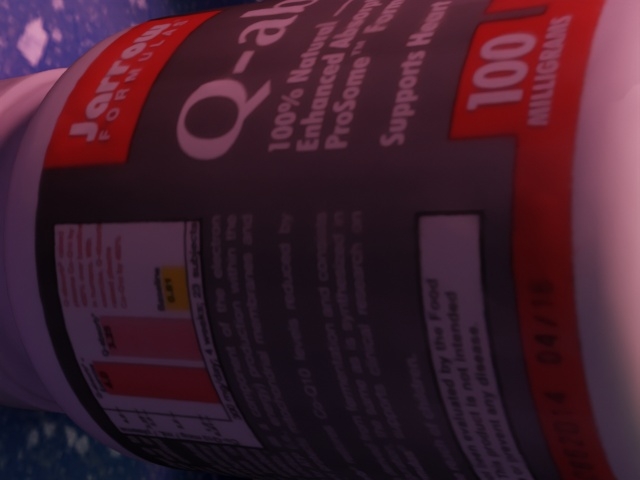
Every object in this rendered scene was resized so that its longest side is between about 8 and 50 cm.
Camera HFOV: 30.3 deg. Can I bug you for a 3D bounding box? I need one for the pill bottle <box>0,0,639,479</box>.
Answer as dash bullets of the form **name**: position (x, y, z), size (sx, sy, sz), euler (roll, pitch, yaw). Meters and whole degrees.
- **pill bottle**: position (0.000, 0.000, 0.508), size (0.210, 0.363, 0.210), euler (2, 87, -56)
